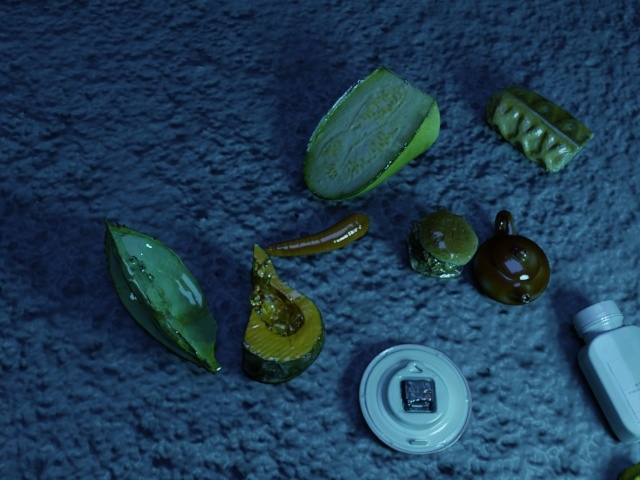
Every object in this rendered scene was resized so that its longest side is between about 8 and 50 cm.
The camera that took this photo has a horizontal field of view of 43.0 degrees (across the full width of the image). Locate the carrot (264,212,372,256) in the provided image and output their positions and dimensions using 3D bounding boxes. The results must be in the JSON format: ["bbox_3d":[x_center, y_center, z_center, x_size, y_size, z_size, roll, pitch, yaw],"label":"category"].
[{"bbox_3d":[0.000,0.000,1.882,0.271,0.062,0.066,-23,99,-14],"label":"carrot"}]

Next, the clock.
[{"bbox_3d":[0.201,0.334,1.721,0.245,0.056,0.244,3,60,-5],"label":"clock"}]

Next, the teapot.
[{"bbox_3d":[0.443,0.037,1.870,0.178,0.135,0.252,1,62,-11],"label":"teapot"}]

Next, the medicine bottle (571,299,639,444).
[{"bbox_3d":[0.662,0.283,1.776,0.161,0.111,0.296,-15,66,-16],"label":"medicine bottle"}]

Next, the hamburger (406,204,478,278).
[{"bbox_3d":[0.282,-0.005,1.875,0.159,0.131,0.184,5,57,-8],"label":"hamburger"}]

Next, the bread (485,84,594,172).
[{"bbox_3d":[0.543,-0.293,2.068,0.268,0.130,0.152,41,69,16],"label":"bread"}]

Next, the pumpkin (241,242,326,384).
[{"bbox_3d":[-0.122,0.170,1.726,0.190,0.139,0.280,-35,69,-23],"label":"pumpkin"}]

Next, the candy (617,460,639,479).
[{"bbox_3d":[0.699,0.544,1.646,0.106,0.094,0.198,-29,74,-27],"label":"candy"}]

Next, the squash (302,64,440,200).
[{"bbox_3d":[0.094,-0.237,1.938,0.309,0.210,0.234,-33,58,-27],"label":"squash"}]

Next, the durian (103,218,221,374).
[{"bbox_3d":[-0.316,0.116,1.698,0.163,0.198,0.394,-29,70,-22],"label":"durian"}]
